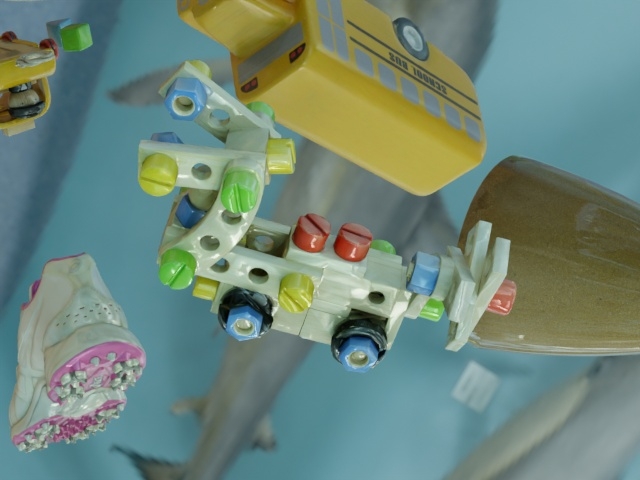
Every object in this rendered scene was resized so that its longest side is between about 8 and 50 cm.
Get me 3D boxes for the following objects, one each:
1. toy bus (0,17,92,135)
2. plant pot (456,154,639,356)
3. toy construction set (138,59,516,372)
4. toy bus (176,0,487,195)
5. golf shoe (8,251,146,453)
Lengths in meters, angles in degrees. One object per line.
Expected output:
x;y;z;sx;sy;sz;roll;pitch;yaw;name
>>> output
-0.363;-0.176;1.838;0.202;0.191;0.104;-68;150;-66;toy bus
0.319;0.037;1.835;0.237;0.254;0.237;-25;121;-51;plant pot
0.000;0.000;1.308;0.151;0.327;0.215;-58;170;-54;toy construction set
0.015;-0.165;1.545;0.108;0.130;0.332;-30;142;33;toy bus
-0.257;0.118;1.612;0.115;0.140;0.306;-10;159;-28;golf shoe
